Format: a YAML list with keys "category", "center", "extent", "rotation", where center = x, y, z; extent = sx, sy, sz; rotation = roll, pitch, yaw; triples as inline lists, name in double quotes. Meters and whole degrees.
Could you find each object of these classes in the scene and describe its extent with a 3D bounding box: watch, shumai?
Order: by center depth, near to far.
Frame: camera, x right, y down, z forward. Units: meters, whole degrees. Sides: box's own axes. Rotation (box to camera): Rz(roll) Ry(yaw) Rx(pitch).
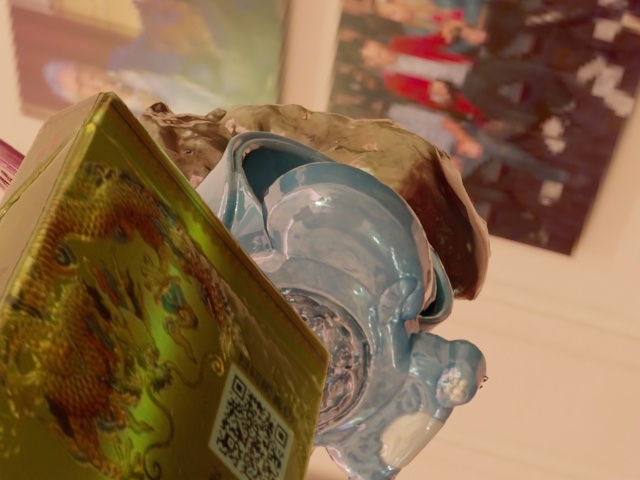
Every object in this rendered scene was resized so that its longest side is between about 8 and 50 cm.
- category: "watch"
  center: [-0.004, 0.033, 0.876]
  extent: [0.193, 0.211, 0.211]
  rotation: [-80, 2, -64]
- category: "shumai"
  center: [0.000, 0.000, 1.199]
  extent: [0.304, 0.263, 0.309]
  rotation: [-106, -4, -60]

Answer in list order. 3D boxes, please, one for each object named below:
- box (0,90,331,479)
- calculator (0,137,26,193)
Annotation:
- category: "box"
  center: [-0.078, 0.100, 0.526]
  extent: [0.173, 0.043, 0.311]
  rotation: [51, -149, -29]
- category: "calculator"
  center: [-0.179, -0.006, 1.039]
  extent: [0.034, 0.126, 0.190]
  rotation: [-43, -44, -15]
